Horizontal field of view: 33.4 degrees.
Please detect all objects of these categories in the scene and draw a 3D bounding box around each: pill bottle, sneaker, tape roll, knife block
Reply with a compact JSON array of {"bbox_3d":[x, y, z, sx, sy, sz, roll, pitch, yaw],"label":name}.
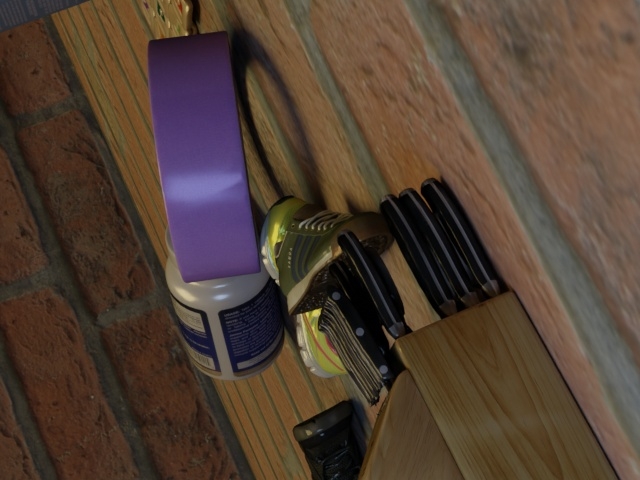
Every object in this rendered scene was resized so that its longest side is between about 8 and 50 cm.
[{"bbox_3d":[-0.138,0.071,1.533,0.153,0.153,0.265,57,163,38],"label":"pill bottle"},{"bbox_3d":[0.000,0.000,1.015,0.192,0.064,0.086,-50,56,57],"label":"sneaker"},{"bbox_3d":[0.007,0.049,1.128,0.094,0.081,0.208,0,114,60],"label":"sneaker"},{"bbox_3d":[-0.128,-0.093,1.199,0.275,0.090,0.275,171,90,-87],"label":"tape roll"},{"bbox_3d":[0.122,0.095,0.762,0.275,0.242,0.088,20,159,3],"label":"knife block"},{"bbox_3d":[0.022,0.289,1.418,0.130,0.087,0.227,61,169,16],"label":"sneaker"}]

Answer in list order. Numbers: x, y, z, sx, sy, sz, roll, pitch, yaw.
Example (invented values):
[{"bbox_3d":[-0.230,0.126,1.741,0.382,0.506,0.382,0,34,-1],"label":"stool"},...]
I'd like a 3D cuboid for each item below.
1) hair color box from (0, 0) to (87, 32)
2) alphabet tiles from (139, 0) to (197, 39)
[{"bbox_3d":[-0.363,-0.355,1.232,0.113,0.374,0.185,147,100,-78],"label":"hair color box"},{"bbox_3d":[-0.210,-0.323,1.455,0.284,0.021,0.278,64,167,12],"label":"alphabet tiles"}]
